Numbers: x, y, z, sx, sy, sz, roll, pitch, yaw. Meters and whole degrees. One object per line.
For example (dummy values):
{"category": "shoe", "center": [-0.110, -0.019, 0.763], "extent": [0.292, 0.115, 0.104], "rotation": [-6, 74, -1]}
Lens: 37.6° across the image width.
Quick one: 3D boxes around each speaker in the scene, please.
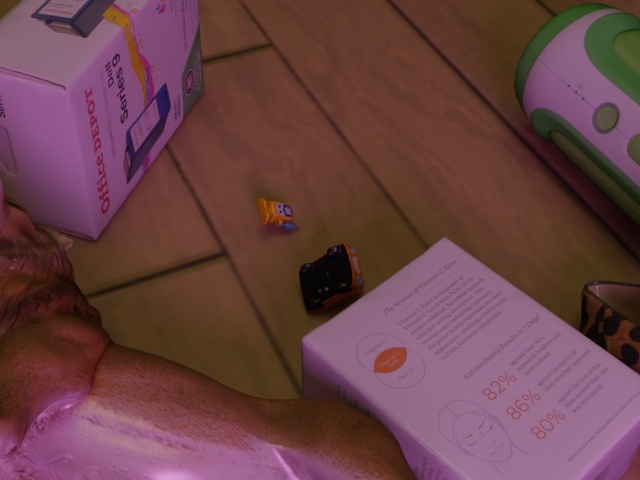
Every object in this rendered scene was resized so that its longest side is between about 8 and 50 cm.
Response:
{"category": "speaker", "center": [0.275, -0.062, 0.712], "extent": [0.131, 0.131, 0.296], "rotation": [-19, 48, -18]}

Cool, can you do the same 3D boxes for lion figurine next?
{"category": "lion figurine", "center": [-0.077, 0.104, 0.488], "extent": [0.392, 0.142, 0.240], "rotation": [29, 13, -4]}

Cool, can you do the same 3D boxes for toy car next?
{"category": "toy car", "center": [0.000, 0.000, 0.700], "extent": [0.040, 0.060, 0.122], "rotation": [8, 43, -40]}

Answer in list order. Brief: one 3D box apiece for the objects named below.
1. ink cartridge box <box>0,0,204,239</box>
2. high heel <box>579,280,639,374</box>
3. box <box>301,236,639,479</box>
{"category": "ink cartridge box", "center": [-0.178, -0.130, 0.754], "extent": [0.093, 0.154, 0.212], "rotation": [16, 47, 13]}
{"category": "high heel", "center": [0.229, 0.029, 0.528], "extent": [0.093, 0.261, 0.186], "rotation": [-8, 48, -21]}
{"category": "box", "center": [0.091, 0.101, 0.572], "extent": [0.130, 0.091, 0.170], "rotation": [-33, 54, -28]}
